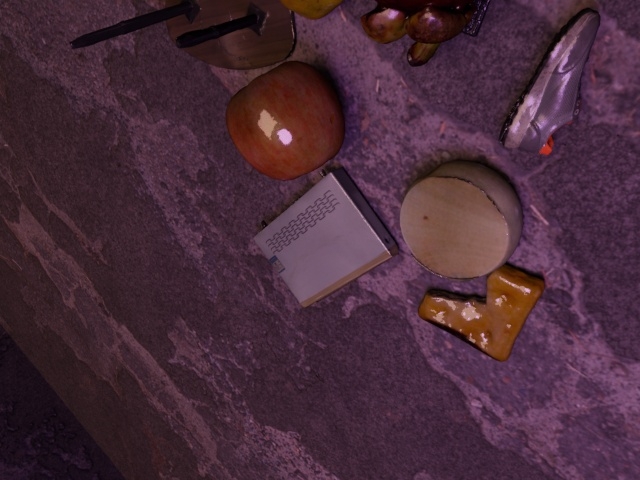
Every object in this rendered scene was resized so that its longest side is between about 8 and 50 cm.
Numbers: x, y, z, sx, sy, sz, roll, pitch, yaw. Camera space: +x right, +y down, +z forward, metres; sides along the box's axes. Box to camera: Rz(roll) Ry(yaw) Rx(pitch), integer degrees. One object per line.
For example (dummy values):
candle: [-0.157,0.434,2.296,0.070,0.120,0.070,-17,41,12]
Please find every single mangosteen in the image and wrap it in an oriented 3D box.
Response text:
mangosteen: [0.130,-0.341,0.625,0.215,0.215,0.257,27,132,23]

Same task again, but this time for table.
table: [-0.240,-0.420,0.824,0.317,0.249,0.317,16,122,29]

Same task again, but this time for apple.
apple: [-0.054,-0.192,0.847,0.188,0.188,0.174,-19,107,41]

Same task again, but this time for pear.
pear: [-0.026,-0.407,0.777,0.141,0.104,0.141,19,122,33]

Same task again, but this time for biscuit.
biscuit: [0.266,0.104,0.866,0.174,0.039,0.183,32,127,22]

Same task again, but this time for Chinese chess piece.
Chinese chess piece: [0.218,-0.032,0.806,0.188,0.083,0.188,19,126,28]

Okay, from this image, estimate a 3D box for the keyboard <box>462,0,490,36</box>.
keyboard: [0.141,-0.356,0.737,0.204,0.013,0.061,31,128,20]

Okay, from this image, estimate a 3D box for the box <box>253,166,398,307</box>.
box: [0.000,0.000,1.001,0.211,0.045,0.270,53,132,1]

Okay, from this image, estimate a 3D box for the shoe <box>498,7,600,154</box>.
shoe: [0.309,-0.196,0.666,0.077,0.074,0.194,28,130,7]
